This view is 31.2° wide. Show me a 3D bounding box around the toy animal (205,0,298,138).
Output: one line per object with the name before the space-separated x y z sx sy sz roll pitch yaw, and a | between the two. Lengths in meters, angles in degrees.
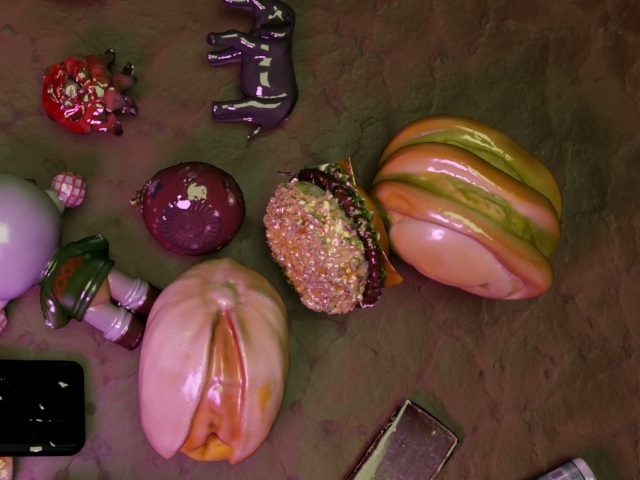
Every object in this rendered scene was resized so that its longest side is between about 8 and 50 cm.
toy animal | -0.108 -0.291 1.828 0.146 0.114 0.244 -5 105 -4

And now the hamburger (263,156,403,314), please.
hamburger | 0.000 0.000 1.725 0.139 0.262 0.243 -23 90 -24

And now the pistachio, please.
pistachio | -0.156 0.179 1.696 0.230 0.230 0.308 5 99 -9

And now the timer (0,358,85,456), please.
timer | -0.441 0.245 1.689 0.188 0.055 0.144 4 67 -24

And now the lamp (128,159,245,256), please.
lamp | -0.194 -0.057 1.767 0.156 0.135 0.157 -28 116 17

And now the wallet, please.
wallet | 0.113 0.372 1.808 0.122 0.031 0.232 38 80 -7

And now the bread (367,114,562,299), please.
bread | 0.228 -0.053 1.741 0.316 0.270 0.211 28 119 -2

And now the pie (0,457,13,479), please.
pie | -0.541 0.314 1.686 0.193 0.079 0.163 42 70 0

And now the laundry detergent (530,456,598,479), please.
laundry detergent | 0.338 0.434 1.816 0.226 0.070 0.099 -24 94 -12

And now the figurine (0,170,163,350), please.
figurine | -0.413 0.031 1.702 0.370 0.167 0.281 32 83 -13

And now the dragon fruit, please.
dragon fruit | -0.359 -0.229 1.767 0.142 0.121 0.130 11 114 -33
